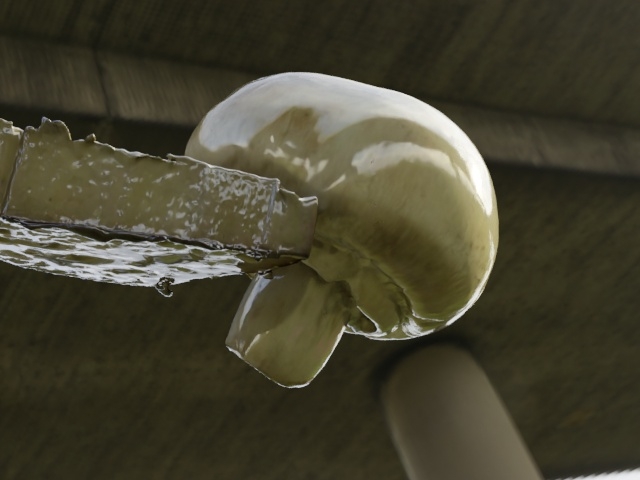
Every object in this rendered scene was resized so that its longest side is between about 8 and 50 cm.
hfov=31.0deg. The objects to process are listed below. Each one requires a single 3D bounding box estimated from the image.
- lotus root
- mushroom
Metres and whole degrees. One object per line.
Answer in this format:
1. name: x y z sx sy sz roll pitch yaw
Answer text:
1. lotus root: -0.146 -0.015 0.797 0.261 0.074 0.170 11 -19 -10
2. mushroom: 0.000 0.000 0.891 0.254 0.234 0.260 32 -21 -8
